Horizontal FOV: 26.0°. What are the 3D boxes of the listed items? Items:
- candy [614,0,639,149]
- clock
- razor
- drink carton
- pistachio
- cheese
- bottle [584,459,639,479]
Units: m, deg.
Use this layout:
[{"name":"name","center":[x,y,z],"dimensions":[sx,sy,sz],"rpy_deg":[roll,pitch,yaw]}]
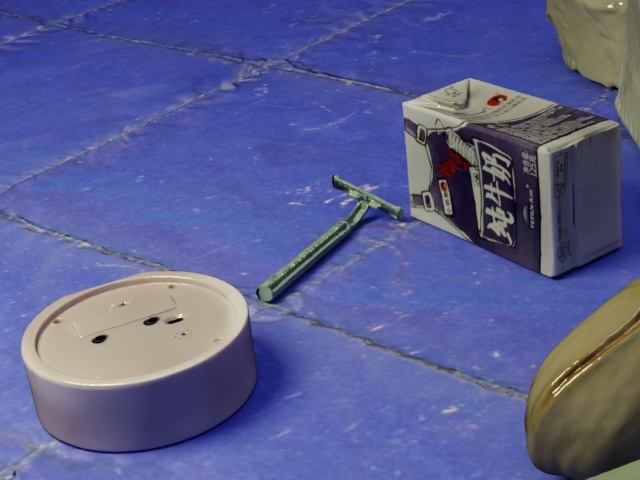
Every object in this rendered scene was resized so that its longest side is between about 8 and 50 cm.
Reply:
[{"name":"candy","center":[0.420,-0.180,1.479],"dimensions":[0.145,0.208,0.358],"rpy_deg":[-1,25,-2]},{"name":"clock","center":[-0.155,0.101,1.204],"dimensions":[0.197,0.068,0.197],"rpy_deg":[-6,26,3]},{"name":"razor","center":[-0.001,0.006,1.405],"dimensions":[0.084,0.036,0.211],"rpy_deg":[27,43,19]},{"name":"drink carton","center":[0.188,-0.069,1.387],"dimensions":[0.102,0.134,0.222],"rpy_deg":[-23,30,-29]},{"name":"pistachio","center":[0.227,0.102,1.022],"dimensions":[0.124,0.185,0.124],"rpy_deg":[34,5,-4]},{"name":"cheese","center":[0.438,-0.327,1.788],"dimensions":[0.332,0.153,0.292],"rpy_deg":[-37,34,-30]},{"name":"bottle","center":[0.293,0.181,0.768],"dimensions":[0.352,0.229,0.229],"rpy_deg":[-18,28,-21]}]
